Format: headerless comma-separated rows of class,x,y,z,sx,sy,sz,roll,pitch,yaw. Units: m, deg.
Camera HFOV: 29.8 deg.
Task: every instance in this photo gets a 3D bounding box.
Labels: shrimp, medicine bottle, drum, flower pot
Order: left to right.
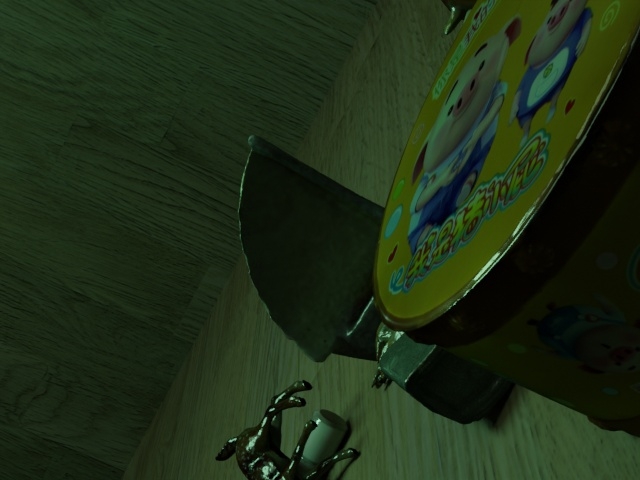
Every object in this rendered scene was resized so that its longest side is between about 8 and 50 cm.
medicine bottle,-0.003,0.276,1.620,0.089,0.052,0.052,-63,11,11
shrimp,0.086,0.137,1.539,0.059,0.023,0.108,41,110,44
flower pot,0.157,0.065,1.195,0.229,0.103,0.108,-63,11,2
drum,0.227,-0.079,0.889,0.431,0.214,0.431,-59,12,22

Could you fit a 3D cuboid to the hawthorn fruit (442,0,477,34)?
hawthorn fruit,0.225,-0.369,1.575,0.251,0.199,0.199,-54,8,-12

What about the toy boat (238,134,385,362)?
toy boat,0.022,0.024,1.591,0.111,0.293,0.276,175,104,-78

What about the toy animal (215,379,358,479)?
toy animal,-0.059,0.337,1.576,0.260,0.087,0.243,-55,32,16

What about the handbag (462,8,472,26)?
handbag,0.230,-0.200,1.295,0.241,0.109,0.315,-1,61,43
